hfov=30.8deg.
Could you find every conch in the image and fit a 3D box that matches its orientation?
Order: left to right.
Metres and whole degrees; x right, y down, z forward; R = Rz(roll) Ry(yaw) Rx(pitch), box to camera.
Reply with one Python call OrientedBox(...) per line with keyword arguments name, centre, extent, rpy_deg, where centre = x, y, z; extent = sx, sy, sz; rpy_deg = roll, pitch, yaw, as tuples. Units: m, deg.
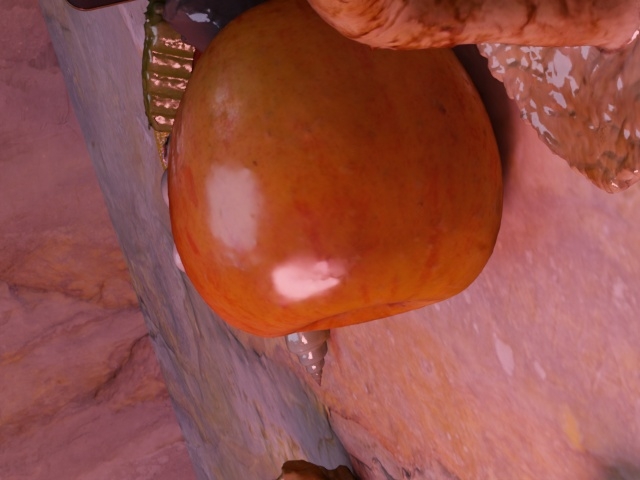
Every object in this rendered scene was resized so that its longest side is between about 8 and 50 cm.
OrientedBox(name="conch", centre=(-0.013, 0.122, 1.655), extent=(0.065, 0.088, 0.180), rpy_deg=(0, 107, 26))

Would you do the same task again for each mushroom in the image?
OrientedBox(name="mushroom", centre=(0.100, -0.150, 0.654), extent=(0.233, 0.301, 0.208), rpy_deg=(140, 143, -58))

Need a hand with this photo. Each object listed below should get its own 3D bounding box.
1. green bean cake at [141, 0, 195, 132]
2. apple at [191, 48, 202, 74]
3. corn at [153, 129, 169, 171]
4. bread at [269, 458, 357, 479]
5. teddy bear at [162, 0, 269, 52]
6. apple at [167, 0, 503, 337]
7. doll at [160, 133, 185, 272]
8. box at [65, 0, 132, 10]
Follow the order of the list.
OrientedBox(name="green bean cake", centre=(-0.165, -0.260, 1.480), extent=(0.200, 0.113, 0.214), rpy_deg=(99, 175, -48))
OrientedBox(name="apple", centre=(-0.049, -0.149, 1.279), extent=(0.293, 0.163, 0.251), rpy_deg=(-149, 43, -66))
OrientedBox(name="corn", centre=(-0.242, -0.189, 1.959), extent=(0.081, 0.081, 0.248), rpy_deg=(47, 151, 52))
OrientedBox(name="bread", centre=(0.012, 0.476, 1.725), extent=(0.252, 0.196, 0.239), rpy_deg=(-128, 25, -51))
OrientedBox(name="teddy bear", centre=(-0.023, -0.265, 1.088), extent=(0.144, 0.251, 0.171), rpy_deg=(27, -171, -46))
OrientedBox(name="apple", centre=(0.007, -0.061, 1.005), extent=(0.299, 0.299, 0.275), rpy_deg=(131, 122, -70))
OrientedBox(name="doll", centre=(-0.185, -0.100, 1.766), extent=(0.252, 0.111, 0.237), rpy_deg=(-93, 6, -70))
OrientedBox(name="box", centre=(-0.271, -0.414, 1.604), extent=(0.144, 0.201, 0.090), rpy_deg=(66, 159, 16))
